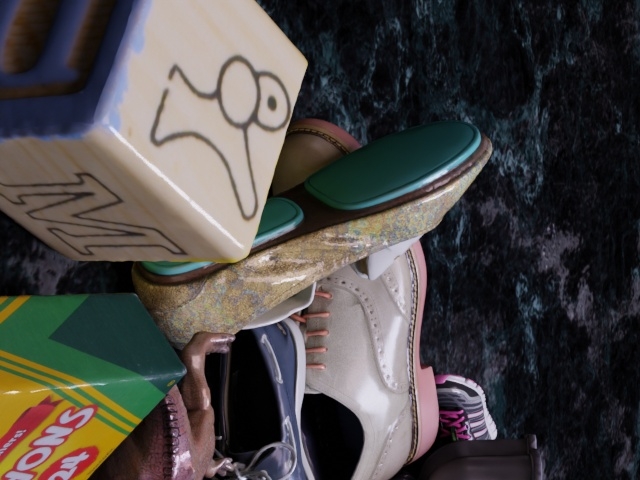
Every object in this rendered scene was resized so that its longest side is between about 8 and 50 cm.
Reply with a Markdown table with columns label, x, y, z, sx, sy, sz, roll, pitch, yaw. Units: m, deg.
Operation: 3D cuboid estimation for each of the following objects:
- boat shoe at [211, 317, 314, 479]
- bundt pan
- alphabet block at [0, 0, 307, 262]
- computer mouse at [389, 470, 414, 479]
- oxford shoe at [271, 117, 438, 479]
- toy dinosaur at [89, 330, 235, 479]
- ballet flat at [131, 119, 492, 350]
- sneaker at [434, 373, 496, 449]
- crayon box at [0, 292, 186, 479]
| label | x | y | z | sx | sy | sz | roll | pitch | yaw |
| --- | --- | --- | --- | --- | --- | --- | --- | --- | --- |
| boat shoe | -0.055 | 0.192 | 1.314 | 0.079 | 0.095 | 0.255 | 9 | 82 | -59 |
| bundt pan | 0.150 | 0.362 | 1.526 | 0.331 | 0.124 | 0.331 | 8 | 90 | -89 |
| alphabet block | -0.153 | -0.108 | 1.063 | 0.197 | 0.193 | 0.192 | 45 | 55 | -48 |
| computer mouse | 0.002 | 0.346 | 1.426 | 0.272 | 0.072 | 0.189 | -22 | 126 | -60 |
| oxford shoe | 0.018 | 0.079 | 1.392 | 0.146 | 0.140 | 0.397 | -37 | 119 | -43 |
| toy dinosaur | -0.131 | 0.191 | 1.093 | 0.200 | 0.127 | 0.296 | -87 | -175 | -50 |
| ballet flat | 0.000 | 0.000 | 1.270 | 0.348 | 0.123 | 0.123 | -24 | 116 | -17 |
| sneaker | 0.165 | 0.221 | 1.689 | 0.170 | 0.063 | 0.075 | 59 | 38 | -47 |
| crayon box | -0.258 | 0.128 | 0.904 | 0.081 | 0.202 | 0.318 | 53 | 26 | 22 |
